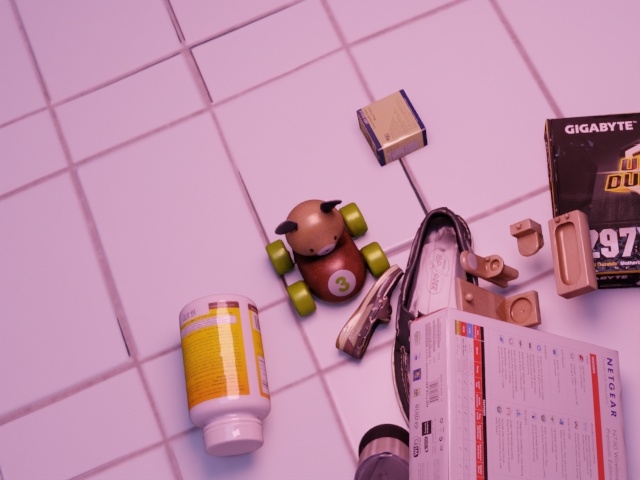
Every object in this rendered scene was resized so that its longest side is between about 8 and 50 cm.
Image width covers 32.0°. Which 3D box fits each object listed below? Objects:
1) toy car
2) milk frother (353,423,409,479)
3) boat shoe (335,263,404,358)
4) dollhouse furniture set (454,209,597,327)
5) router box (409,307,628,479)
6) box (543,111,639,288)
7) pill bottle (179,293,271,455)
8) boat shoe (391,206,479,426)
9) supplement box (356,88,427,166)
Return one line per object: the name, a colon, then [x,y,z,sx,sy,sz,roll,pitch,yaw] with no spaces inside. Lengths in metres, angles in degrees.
toy car: [0.000,0.000,1.617,0.155,0.188,0.149,-27,65,-3]
milk frother: [0.123,0.318,1.491,0.143,0.135,0.129,-13,96,6]
boat shoe: [0.082,0.106,1.637,0.049,0.056,0.152,34,85,15]
dollhouse furniture set: [0.280,0.033,1.539,0.151,0.123,0.144,-22,59,38]
router box: [0.256,0.281,1.421,0.301,0.082,0.336,16,63,-28]
box: [0.499,-0.064,1.628,0.322,0.079,0.257,-3,68,8]
pill bottle: [-0.136,0.193,1.596,0.117,0.117,0.215,-11,65,4]
boat shoe: [0.168,0.108,1.586,0.127,0.113,0.340,8,69,12]
supplement box: [0.112,-0.176,1.748,0.083,0.056,0.083,-26,66,-3]
